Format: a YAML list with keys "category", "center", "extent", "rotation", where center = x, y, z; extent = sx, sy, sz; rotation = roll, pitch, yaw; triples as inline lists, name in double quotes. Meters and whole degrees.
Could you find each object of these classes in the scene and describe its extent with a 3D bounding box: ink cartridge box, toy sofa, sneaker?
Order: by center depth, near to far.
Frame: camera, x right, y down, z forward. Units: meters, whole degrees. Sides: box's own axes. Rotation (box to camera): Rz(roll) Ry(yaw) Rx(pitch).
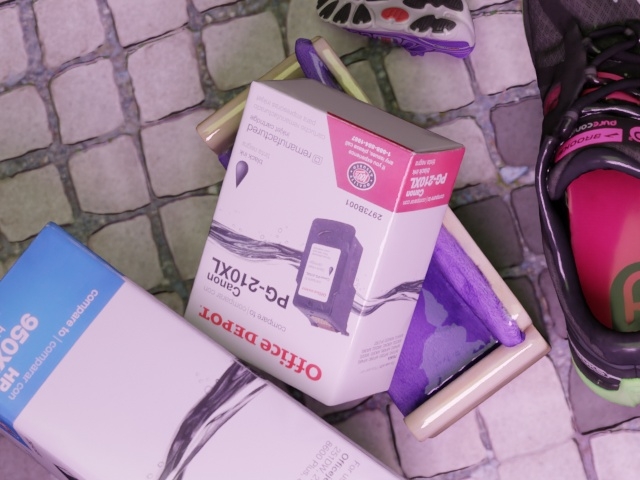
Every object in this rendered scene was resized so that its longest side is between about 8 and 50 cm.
- category: "ink cartridge box"
  center: [0.000, 0.000, 1.690]
  extent: [0.172, 0.100, 0.237]
  rotation: [26, 109, 27]
- category: "ink cartridge box"
  center: [-0.111, 0.194, 1.720]
  extent: [0.395, 0.285, 0.166]
  rotation: [35, 77, 16]
- category: "sneaker"
  center: [0.276, -0.098, 1.743]
  extent: [0.185, 0.202, 0.483]
  rotation: [-10, 79, 9]
- category: "toy sofa"
  center: [0.046, -0.003, 1.790]
  extent: [0.150, 0.177, 0.362]
  rotation: [-37, 76, 4]
- category: "sneaker"
  center: [0.071, -0.206, 1.880]
  extent: [0.170, 0.071, 0.068]
  rotation: [20, 65, 29]
